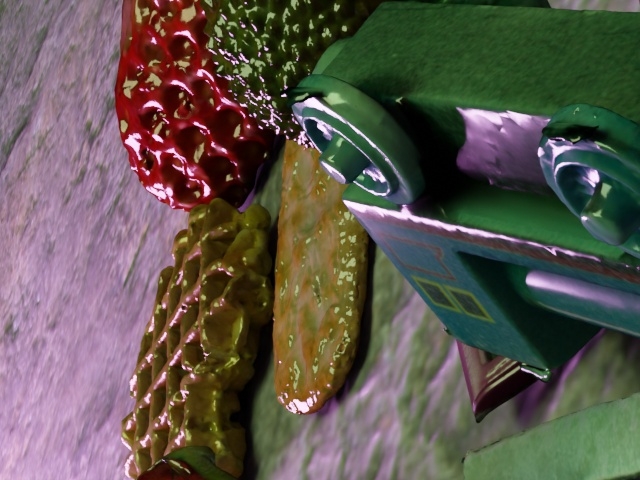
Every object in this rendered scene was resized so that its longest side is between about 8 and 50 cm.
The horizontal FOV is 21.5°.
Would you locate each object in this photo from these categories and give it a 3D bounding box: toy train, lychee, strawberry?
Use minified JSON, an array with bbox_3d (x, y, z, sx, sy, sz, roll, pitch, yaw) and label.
[{"bbox_3d":[0.117,-0.020,0.661,0.120,0.194,0.298,-49,30,-16],"label":"toy train"},{"bbox_3d":[0.000,-0.138,1.080,0.171,0.171,0.171,-167,90,-69],"label":"lychee"},{"bbox_3d":[-0.098,-0.186,1.357,0.265,0.149,0.336,-135,60,-64],"label":"strawberry"}]

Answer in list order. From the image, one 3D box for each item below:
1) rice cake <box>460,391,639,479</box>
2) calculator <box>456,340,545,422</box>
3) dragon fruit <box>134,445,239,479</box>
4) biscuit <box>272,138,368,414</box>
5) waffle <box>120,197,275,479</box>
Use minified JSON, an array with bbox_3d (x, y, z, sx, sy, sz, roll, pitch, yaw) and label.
[{"bbox_3d":[0.127,0.100,0.783,0.211,0.034,0.043,148,123,-60],"label":"rice cake"},{"bbox_3d":[0.123,-0.004,0.860,0.190,0.034,0.126,-51,32,38],"label":"calculator"},{"bbox_3d":[-0.067,0.251,1.000,0.200,0.198,0.269,-59,40,13],"label":"dragon fruit"},{"bbox_3d":[0.000,0.000,1.164,0.118,0.029,0.247,139,139,-55],"label":"biscuit"},{"bbox_3d":[-0.092,0.092,1.303,0.253,0.056,0.249,-69,23,16],"label":"waffle"}]
